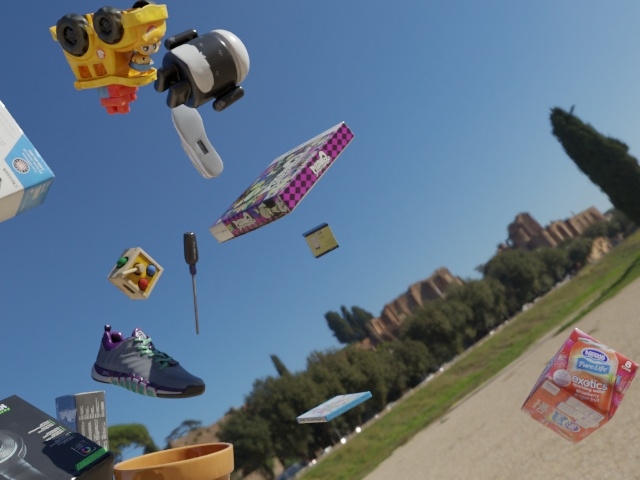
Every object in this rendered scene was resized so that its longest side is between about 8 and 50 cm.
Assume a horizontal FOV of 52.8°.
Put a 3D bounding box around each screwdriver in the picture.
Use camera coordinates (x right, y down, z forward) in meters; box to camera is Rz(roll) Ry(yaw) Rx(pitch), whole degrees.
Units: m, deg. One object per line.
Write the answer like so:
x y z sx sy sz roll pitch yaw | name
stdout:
-0.205 0.069 1.046 0.024 0.170 0.025 -2 13 11 | screwdriver

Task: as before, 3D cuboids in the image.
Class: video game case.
-0.068 -0.102 1.140 0.210 0.042 0.232 -20 25 47 | video game case
0.028 0.369 1.423 0.119 0.015 0.166 -22 -6 -28 | video game case

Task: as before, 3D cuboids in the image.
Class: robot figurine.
-0.333 -0.481 1.821 0.278 0.173 0.209 -38 -53 -28 | robot figurine

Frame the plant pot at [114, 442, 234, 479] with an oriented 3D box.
-0.347 0.626 1.572 0.290 0.204 0.291 -8 -9 -1 | plant pot

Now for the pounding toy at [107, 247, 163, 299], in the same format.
-0.543 0.096 1.875 0.100 0.141 0.130 -6 47 36 | pounding toy

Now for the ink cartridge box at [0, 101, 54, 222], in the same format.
-0.931 -0.163 1.611 0.395 0.285 0.166 -36 -1 -43 | ink cartridge box

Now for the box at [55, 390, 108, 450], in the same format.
-0.600 0.543 1.628 0.076 0.308 0.242 -1 -12 -33 | box

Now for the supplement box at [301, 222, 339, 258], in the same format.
0.000 0.000 1.993 0.083 0.083 0.056 -28 9 -7 | supplement box

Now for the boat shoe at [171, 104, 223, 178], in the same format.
-0.402 -0.309 2.028 0.095 0.258 0.084 -30 11 -34 | boat shoe

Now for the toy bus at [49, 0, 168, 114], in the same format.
-0.408 -0.368 1.313 0.220 0.212 0.149 -1 23 28 | toy bus

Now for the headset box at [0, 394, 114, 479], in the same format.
-0.514 0.408 1.049 0.246 0.283 0.131 -22 -53 -57 | headset box

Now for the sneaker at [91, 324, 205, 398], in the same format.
-0.289 0.200 1.072 0.223 0.098 0.083 6 -2 24 | sneaker

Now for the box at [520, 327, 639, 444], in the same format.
0.490 0.287 1.241 0.123 0.128 0.257 -51 -22 -18 | box
